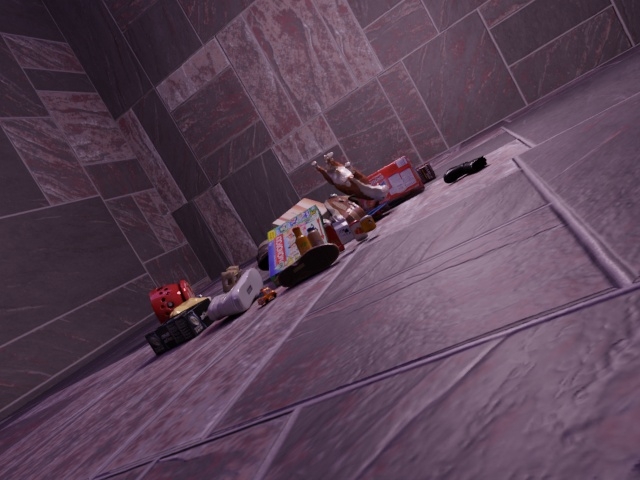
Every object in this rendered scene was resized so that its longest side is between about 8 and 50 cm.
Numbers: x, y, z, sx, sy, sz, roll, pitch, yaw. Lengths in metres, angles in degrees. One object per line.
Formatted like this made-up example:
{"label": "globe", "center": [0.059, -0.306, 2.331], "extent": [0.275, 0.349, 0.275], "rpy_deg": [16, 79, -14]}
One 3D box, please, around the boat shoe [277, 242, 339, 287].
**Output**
{"label": "boat shoe", "center": [-0.029, 0.066, 1.252], "extent": [0.189, 0.068, 0.072], "rpy_deg": [-28, -11, 11]}

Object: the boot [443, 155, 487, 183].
{"label": "boot", "center": [0.461, -0.225, 1.432], "extent": [0.121, 0.045, 0.099], "rpy_deg": [-31, 8, -14]}

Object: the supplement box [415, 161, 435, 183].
{"label": "supplement box", "center": [0.387, -0.255, 2.005], "extent": [0.239, 0.073, 0.130], "rpy_deg": [-29, 5, 20]}

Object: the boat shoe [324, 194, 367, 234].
{"label": "boat shoe", "center": [0.101, -0.107, 1.655], "extent": [0.116, 0.123, 0.324], "rpy_deg": [-40, 24, 6]}

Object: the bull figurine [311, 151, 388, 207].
{"label": "bull figurine", "center": [0.109, -0.230, 1.700], "extent": [0.310, 0.188, 0.101], "rpy_deg": [28, 84, 40]}

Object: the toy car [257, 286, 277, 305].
{"label": "toy car", "center": [-0.164, 0.153, 1.259], "extent": [0.060, 0.041, 0.122], "rpy_deg": [-32, 6, -25]}

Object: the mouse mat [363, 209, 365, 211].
{"label": "mouse mat", "center": [0.102, -0.055, 1.776], "extent": [0.153, 0.007, 0.189], "rpy_deg": [-48, 6, -12]}

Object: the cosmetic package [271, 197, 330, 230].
{"label": "cosmetic package", "center": [-0.084, -0.062, 1.995], "extent": [0.153, 0.129, 0.296], "rpy_deg": [19, 34, 17]}

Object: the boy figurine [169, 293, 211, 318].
{"label": "boy figurine", "center": [-0.514, 0.278, 1.789], "extent": [0.177, 0.092, 0.285], "rpy_deg": [-30, 5, -4]}

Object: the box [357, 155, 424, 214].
{"label": "box", "center": [0.264, -0.209, 1.791], "extent": [0.256, 0.128, 0.122], "rpy_deg": [-29, -13, 21]}

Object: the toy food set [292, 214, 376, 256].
{"label": "toy food set", "center": [0.040, -0.027, 1.326], "extent": [0.232, 0.105, 0.111], "rpy_deg": [-27, -18, 4]}

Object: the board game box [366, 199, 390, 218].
{"label": "board game box", "center": [0.194, -0.088, 1.680], "extent": [0.133, 0.033, 0.168], "rpy_deg": [-40, 4, -41]}

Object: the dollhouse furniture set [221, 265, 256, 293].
{"label": "dollhouse furniture set", "center": [-0.358, 0.178, 2.102], "extent": [0.160, 0.101, 0.182], "rpy_deg": [-5, 6, 2]}

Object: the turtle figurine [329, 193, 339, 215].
{"label": "turtle figurine", "center": [0.093, -0.122, 1.999], "extent": [0.118, 0.175, 0.234], "rpy_deg": [-4, 23, 18]}

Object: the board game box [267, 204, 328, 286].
{"label": "board game box", "center": [-0.078, 0.007, 1.541], "extent": [0.213, 0.046, 0.317], "rpy_deg": [-29, 28, 7]}

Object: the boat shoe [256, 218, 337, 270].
{"label": "boat shoe", "center": [-0.085, 0.035, 1.699], "extent": [0.355, 0.132, 0.130], "rpy_deg": [-24, 32, 22]}

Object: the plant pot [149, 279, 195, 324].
{"label": "plant pot", "center": [-0.672, 0.289, 2.090], "extent": [0.174, 0.191, 0.191], "rpy_deg": [-23, 4, -9]}

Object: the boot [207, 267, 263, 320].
{"label": "boot", "center": [-0.263, 0.165, 1.393], "extent": [0.123, 0.095, 0.258], "rpy_deg": [-22, 7, 12]}

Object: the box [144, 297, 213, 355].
{"label": "box", "center": [-0.441, 0.274, 1.448], "extent": [0.180, 0.078, 0.147], "rpy_deg": [-28, 6, 22]}
